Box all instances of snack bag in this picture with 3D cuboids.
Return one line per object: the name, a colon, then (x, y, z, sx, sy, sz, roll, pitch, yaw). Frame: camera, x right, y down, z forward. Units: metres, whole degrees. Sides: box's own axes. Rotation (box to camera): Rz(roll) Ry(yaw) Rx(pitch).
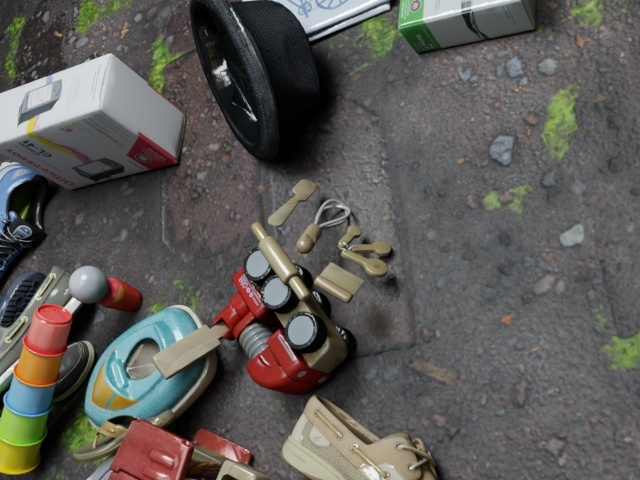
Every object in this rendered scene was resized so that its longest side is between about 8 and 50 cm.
snack bag: (-0.024, -0.533, 1.431, 0.323, 0.037, 0.342, -18, 63, 23)

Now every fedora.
fedora: (-0.102, -0.314, 1.285, 0.152, 0.334, 0.334, -24, 54, -17)

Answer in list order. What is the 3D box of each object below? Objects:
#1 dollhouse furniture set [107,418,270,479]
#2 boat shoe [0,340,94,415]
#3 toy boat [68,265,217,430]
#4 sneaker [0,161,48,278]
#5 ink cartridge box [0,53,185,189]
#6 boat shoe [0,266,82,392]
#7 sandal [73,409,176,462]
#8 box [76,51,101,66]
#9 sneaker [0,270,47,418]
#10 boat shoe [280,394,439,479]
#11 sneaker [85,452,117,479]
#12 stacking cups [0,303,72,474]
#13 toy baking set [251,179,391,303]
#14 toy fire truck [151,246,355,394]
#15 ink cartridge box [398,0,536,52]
dollhouse furniture set: (-0.103, 0.387, 1.006, 0.374, 0.201, 0.152, 16, 78, 28)
boat shoe: (-0.522, 0.268, 1.370, 0.223, 0.073, 0.080, -40, 56, 12)
toy boat: (-0.331, 0.178, 1.249, 0.267, 0.148, 0.318, -42, 56, 10)
sneaker: (-0.683, -0.012, 1.550, 0.147, 0.130, 0.330, 10, 76, 36)
ink cartridge box: (-0.460, -0.223, 1.445, 0.306, 0.226, 0.131, -12, 63, 28)
boat shoe: (-0.567, 0.184, 1.369, 0.091, 0.109, 0.305, 42, 72, -7)
sandal: (-0.308, 0.294, 1.134, 0.180, 0.072, 0.049, -26, 90, 16)
box: (-0.559, -0.344, 1.675, 0.162, 0.029, 0.116, -32, 58, 17)
sneaker: (-0.652, 0.202, 1.452, 0.131, 0.112, 0.319, 12, 76, 31)
boat shoe: (0.092, 0.308, 0.961, 0.341, 0.122, 0.110, 20, 82, 36)
sneaker: (-0.312, 0.439, 1.168, 0.282, 0.102, 0.161, -42, 58, 22)
stacking cups: (-0.502, 0.264, 1.281, 0.096, 0.096, 0.316, 40, 115, 36)
toy baking set: (-0.005, 0.002, 1.129, 0.256, 0.197, 0.030, 48, 138, 32)
toy fire truck: (-0.110, 0.158, 1.125, 0.246, 0.158, 0.217, -44, 55, 11)
ink cartridge box: (0.243, -0.408, 1.189, 0.208, 0.087, 0.153, -3, 68, 31)
